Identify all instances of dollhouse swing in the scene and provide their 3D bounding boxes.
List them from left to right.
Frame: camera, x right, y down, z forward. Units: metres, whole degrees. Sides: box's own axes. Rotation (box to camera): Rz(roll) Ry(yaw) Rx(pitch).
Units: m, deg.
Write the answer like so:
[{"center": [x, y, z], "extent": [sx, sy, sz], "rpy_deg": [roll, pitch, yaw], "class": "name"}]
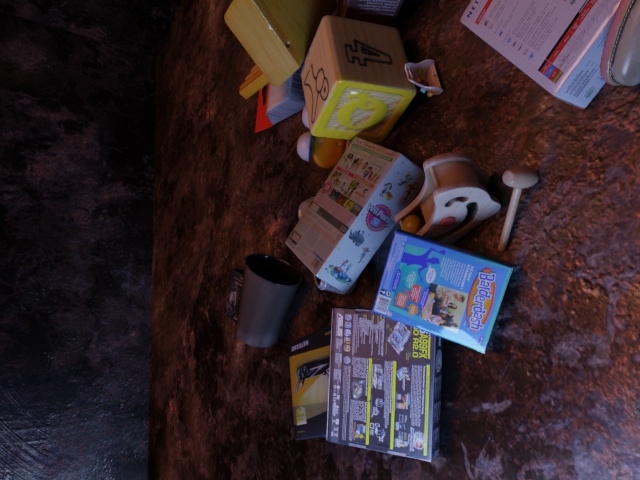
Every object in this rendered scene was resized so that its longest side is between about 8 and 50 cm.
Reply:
[{"center": [-0.142, -0.593, 1.418], "extent": [0.305, 0.315, 0.346], "rpy_deg": [0, 54, 40], "class": "dollhouse swing"}]

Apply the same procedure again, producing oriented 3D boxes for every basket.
[{"center": [-0.163, 0.181, 1.597], "extent": [0.204, 0.154, 0.226], "rpy_deg": [40, 120, 48], "class": "basket"}]

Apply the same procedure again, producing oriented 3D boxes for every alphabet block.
[{"center": [0.078, -0.363, 1.254], "extent": [0.192, 0.194, 0.197], "rpy_deg": [124, 143, -57], "class": "alphabet block"}]

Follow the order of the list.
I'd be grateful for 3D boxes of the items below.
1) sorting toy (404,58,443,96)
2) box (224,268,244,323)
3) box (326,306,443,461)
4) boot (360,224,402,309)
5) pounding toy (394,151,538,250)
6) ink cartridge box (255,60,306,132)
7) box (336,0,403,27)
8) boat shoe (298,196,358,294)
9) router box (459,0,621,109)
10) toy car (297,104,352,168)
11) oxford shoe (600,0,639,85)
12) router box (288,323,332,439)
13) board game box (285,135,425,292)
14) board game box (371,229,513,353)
[{"center": [0.214, -0.348, 1.168], "extent": [0.045, 0.075, 0.083], "rpy_deg": [-40, 50, 48], "class": "sorting toy"}, {"center": [-0.230, 0.183, 1.755], "extent": [0.156, 0.093, 0.158], "rpy_deg": [16, 98, 59], "class": "box"}, {"center": [0.125, 0.271, 1.073], "extent": [0.216, 0.060, 0.270], "rpy_deg": [0, 86, 26], "class": "box"}, {"center": [0.159, 0.058, 1.179], "extent": [0.190, 0.076, 0.208], "rpy_deg": [17, 90, 56], "class": "boot"}, {"center": [0.241, -0.048, 0.975], "extent": [0.269, 0.154, 0.154], "rpy_deg": [-46, 46, 45], "class": "pounding toy"}, {"center": [-0.151, -0.550, 1.805], "extent": [0.385, 0.091, 0.308], "rpy_deg": [-6, 78, 57], "class": "ink cartridge box"}, {"center": [0.132, -0.635, 1.183], "extent": [0.381, 0.143, 0.191], "rpy_deg": [130, 140, -75], "class": "box"}, {"center": [-0.001, 0.003, 1.409], "extent": [0.118, 0.103, 0.320], "rpy_deg": [-55, 40, 37], "class": "boat shoe"}, {"center": [0.409, -0.432, 0.860], "extent": [0.335, 0.082, 0.301], "rpy_deg": [-60, 37, 32], "class": "router box"}, {"center": [0.030, -0.271, 1.415], "extent": [0.136, 0.159, 0.181], "rpy_deg": [-8, -73, -84], "class": "toy car"}, {"center": [0.492, -0.332, 0.668], "extent": [0.130, 0.123, 0.348], "rpy_deg": [57, 133, 37], "class": "oxford shoe"}, {"center": [0.036, 0.330, 1.291], "extent": [0.309, 0.081, 0.242], "rpy_deg": [-35, 54, 50], "class": "router box"}, {"center": [0.069, -0.065, 1.210], "extent": [0.303, 0.098, 0.224], "rpy_deg": [-56, 29, 5], "class": "board game box"}, {"center": [0.214, 0.087, 0.975], "extent": [0.210, 0.047, 0.160], "rpy_deg": [19, 101, 18], "class": "board game box"}]
